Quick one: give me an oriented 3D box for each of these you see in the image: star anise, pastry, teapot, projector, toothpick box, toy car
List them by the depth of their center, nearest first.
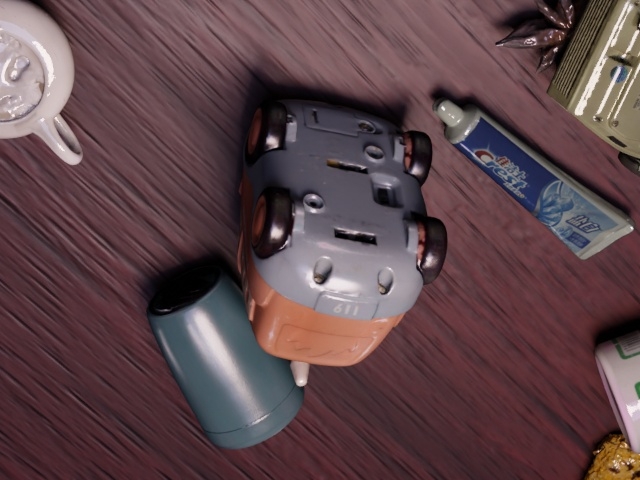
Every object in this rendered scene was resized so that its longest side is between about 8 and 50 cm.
[{"bbox_3d":[-0.306,-0.164,1.436,0.145,0.092,0.226,-35,116,15],"label":"teapot"},{"bbox_3d":[0.000,0.000,1.469,0.181,0.270,0.212,10,134,-16],"label":"toy car"},{"bbox_3d":[0.369,-0.152,1.482,0.270,0.088,0.193,10,117,-26],"label":"projector"},{"bbox_3d":[0.237,-0.209,1.483,0.129,0.056,0.124,-9,119,-4],"label":"star anise"},{"bbox_3d":[-0.105,0.121,1.582,0.120,0.120,0.184,-25,113,7],"label":"toothpick box"},{"bbox_3d":[0.346,0.291,1.745,0.080,0.056,0.140,-1,115,-18],"label":"pastry"}]

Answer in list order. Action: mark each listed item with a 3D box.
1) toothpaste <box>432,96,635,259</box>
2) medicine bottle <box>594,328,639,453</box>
[{"bbox_3d":[0.219,-0.068,1.562,0.268,0.047,0.069,36,96,-24],"label":"toothpaste"},{"bbox_3d":[0.453,0.132,1.633,0.274,0.133,0.133,-21,116,5],"label":"medicine bottle"}]
